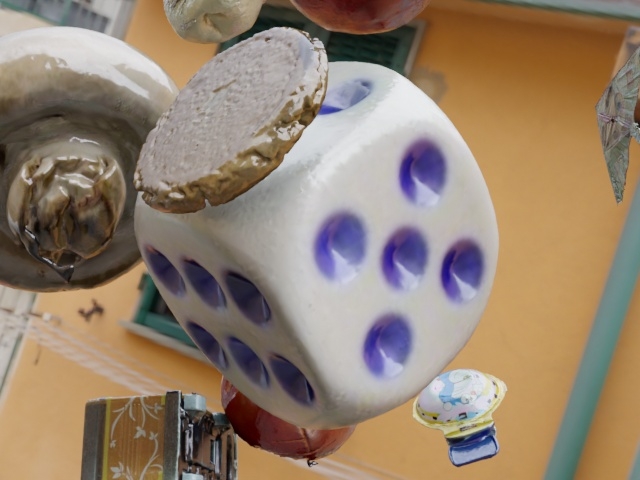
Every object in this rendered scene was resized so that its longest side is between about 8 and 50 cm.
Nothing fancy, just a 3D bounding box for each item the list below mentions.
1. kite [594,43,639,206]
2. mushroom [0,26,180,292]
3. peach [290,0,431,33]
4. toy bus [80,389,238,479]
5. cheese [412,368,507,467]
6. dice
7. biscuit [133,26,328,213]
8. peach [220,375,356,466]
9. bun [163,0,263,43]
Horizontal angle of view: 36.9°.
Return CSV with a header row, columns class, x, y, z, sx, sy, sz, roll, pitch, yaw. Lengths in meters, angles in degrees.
class,x,y,z,sx,sy,sz,roll,pitch,yaw
kite,0.421,-0.153,1.303,0.012,0.229,0.250,-3,23,-8
mushroom,-0.321,-0.081,1.205,0.362,0.362,0.295,19,25,-30
peach,0.077,-0.409,1.160,0.201,0.362,0.257,38,51,25
toy bus,-0.220,0.307,1.370,0.167,0.139,0.275,-6,-21,11
cheese,0.224,0.269,1.501,0.156,0.064,0.250,-19,23,4
dice,0.000,0.000,1.074,0.277,0.304,0.304,13,-44,46
biscuit,-0.081,-0.109,0.868,0.042,0.226,0.226,46,-17,-33
peach,-0.039,0.233,1.433,0.190,0.196,0.226,19,-30,41
bun,-0.183,-0.486,1.748,0.168,0.273,0.273,11,3,-37
